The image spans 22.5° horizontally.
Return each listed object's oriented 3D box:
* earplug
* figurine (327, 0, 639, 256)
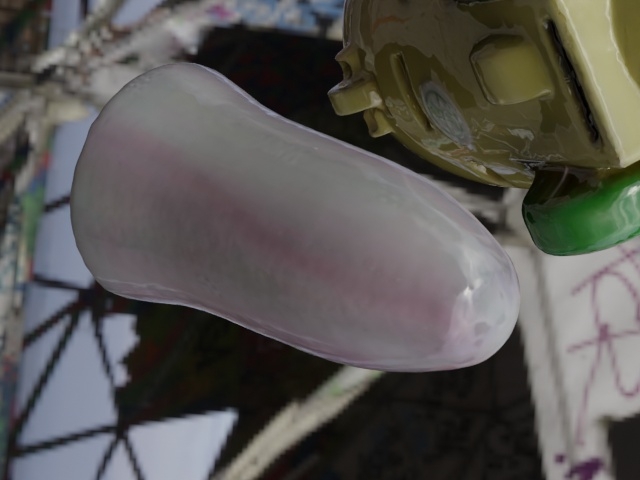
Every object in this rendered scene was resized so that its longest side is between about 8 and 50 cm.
[{"bbox_3d":[0.000,0.000,1.037,0.301,0.172,0.172,21,-70,38],"label":"earplug"},{"bbox_3d":[0.122,-0.103,0.636,0.124,0.222,0.324,63,-16,-13],"label":"figurine"}]
